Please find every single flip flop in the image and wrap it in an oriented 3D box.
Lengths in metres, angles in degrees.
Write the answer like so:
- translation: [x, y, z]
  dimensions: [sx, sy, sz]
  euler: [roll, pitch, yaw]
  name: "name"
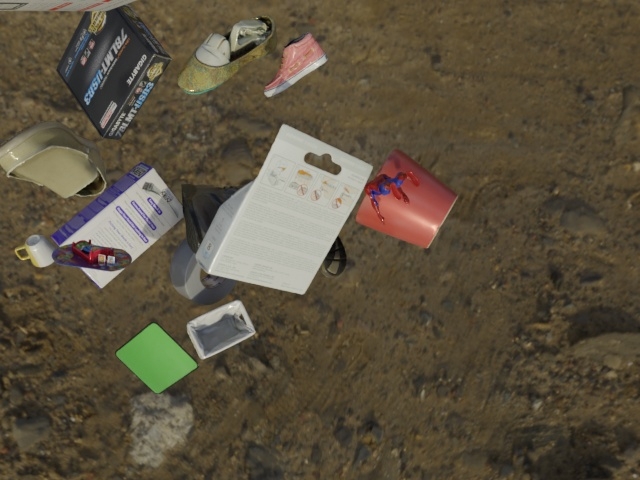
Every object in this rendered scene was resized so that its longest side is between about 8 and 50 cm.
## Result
- translation: [0.000, 0.000, 1.775]
  dimensions: [0.080, 0.112, 0.277]
  euler: [-37, 49, 23]
  name: "flip flop"

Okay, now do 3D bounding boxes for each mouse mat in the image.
- translation: [-0.386, 0.279, 1.446]
  dimensions: [0.153, 0.189, 0.007]
  euler: [47, 32, -10]
  name: "mouse mat"

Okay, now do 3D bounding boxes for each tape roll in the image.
- translation: [-0.330, 0.075, 1.800]
  dimensions: [0.072, 0.219, 0.219]
  euler: [22, 60, 35]
  name: "tape roll"

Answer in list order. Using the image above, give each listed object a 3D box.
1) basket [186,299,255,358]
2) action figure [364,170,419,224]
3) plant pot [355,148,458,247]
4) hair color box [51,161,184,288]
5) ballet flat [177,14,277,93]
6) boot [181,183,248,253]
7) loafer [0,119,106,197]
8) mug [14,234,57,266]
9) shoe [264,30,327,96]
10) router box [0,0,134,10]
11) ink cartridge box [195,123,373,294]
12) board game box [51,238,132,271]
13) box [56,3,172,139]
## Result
- translation: [-0.286, 0.256, 1.747]
  dimensions: [0.167, 0.103, 0.113]
  euler: [-24, 81, -22]
  name: "basket"
- translation: [0.200, -0.116, 1.682]
  dimensions: [0.091, 0.280, 0.139]
  euler: [-33, 103, -8]
  name: "action figure"
- translation: [0.280, -0.118, 1.935]
  dimensions: [0.243, 0.275, 0.275]
  euler: [30, 64, 9]
  name: "plant pot"
- translation: [-0.579, -0.048, 1.794]
  dimensions: [0.339, 0.185, 0.110]
  euler: [-43, 38, -15]
  name: "hair color box"
- translation: [-0.240, -0.504, 1.616]
  dimensions: [0.123, 0.123, 0.348]
  euler: [35, 52, 19]
  name: "ballet flat"
- translation: [-0.261, -0.082, 1.689]
  dimensions: [0.222, 0.118, 0.338]
  euler: [-3, 32, -14]
  name: "boot"
- translation: [-0.415, -0.122, 0.995]
  dimensions: [0.102, 0.268, 0.092]
  euler: [-33, 89, 8]
  name: "loafer"
- translation: [-0.659, 0.023, 1.428]
  dimensions: [0.078, 0.064, 0.062]
  euler: [-39, 58, -21]
  name: "mug"
- translation: [-0.076, -0.422, 1.475]
  dimensions: [0.178, 0.081, 0.063]
  euler: [-30, 26, 15]
  name: "shoe"
- translation: [-0.405, -0.394, 0.892]
  dimensions: [0.301, 0.082, 0.335]
  euler: [-16, 19, -37]
  name: "router box"
- translation: [-0.083, -0.070, 1.488]
  dimensions: [0.091, 0.308, 0.385]
  euler: [41, 107, 46]
  name: "ink cartridge box"
- translation: [-0.505, 0.022, 1.369]
  dimensions: [0.168, 0.033, 0.133]
  euler: [9, 19, -8]
  name: "board game box"
- translation: [-0.572, -0.480, 1.677]
  dimensions: [0.293, 0.295, 0.073]
  euler: [53, 28, 19]
  name: "box"
